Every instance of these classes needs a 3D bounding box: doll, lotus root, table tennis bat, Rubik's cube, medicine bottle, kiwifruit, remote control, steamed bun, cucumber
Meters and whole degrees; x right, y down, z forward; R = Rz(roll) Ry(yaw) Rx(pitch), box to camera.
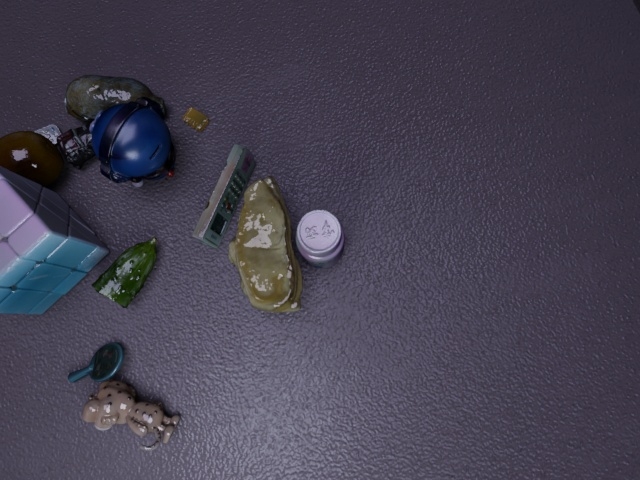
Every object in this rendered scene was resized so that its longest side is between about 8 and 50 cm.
[{"bbox_3d":[-0.568,0.523,1.218,0.277,0.154,0.119,26,107,5],"label":"doll"},{"bbox_3d":[-0.728,-0.499,1.426,0.348,0.175,0.175,0,78,-1],"label":"lotus root"},{"bbox_3d":[-0.714,0.402,1.291,0.200,0.033,0.125,-25,50,5],"label":"table tennis bat"},{"bbox_3d":[-0.939,0.011,1.250,0.318,0.322,0.316,43,82,9],"label":"Rubik's cube"},{"bbox_3d":[0.000,0.000,1.249,0.151,0.254,0.152,0,79,2],"label":"medicine bottle"},{"bbox_3d":[-1.013,-0.258,1.374,0.233,0.196,0.196,-35,79,-3],"label":"kiwifruit"},{"bbox_3d":[-1.052,-0.340,1.469,0.229,0.044,0.073,-32,90,-12],"label":"remote control"},{"bbox_3d":[-0.594,-0.310,1.309,0.240,0.310,0.285,28,81,6],"label":"doll"},{"bbox_3d":[-0.314,-0.146,1.348,0.050,0.145,0.345,20,81,10],"label":"remote control"},{"bbox_3d":[-0.189,0.041,1.278,0.246,0.189,0.429,-15,72,2],"label":"steamed bun"},{"bbox_3d":[-0.617,0.089,1.324,0.134,0.134,0.245,34,78,9],"label":"cucumber"}]

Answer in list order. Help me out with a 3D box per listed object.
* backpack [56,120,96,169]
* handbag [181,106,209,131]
[{"bbox_3d":[-0.837,-0.346,1.428,0.165,0.106,0.120,-40,76,-4],"label":"backpack"},{"bbox_3d":[-0.454,-0.440,1.474,0.083,0.027,0.061,34,81,8],"label":"handbag"}]
